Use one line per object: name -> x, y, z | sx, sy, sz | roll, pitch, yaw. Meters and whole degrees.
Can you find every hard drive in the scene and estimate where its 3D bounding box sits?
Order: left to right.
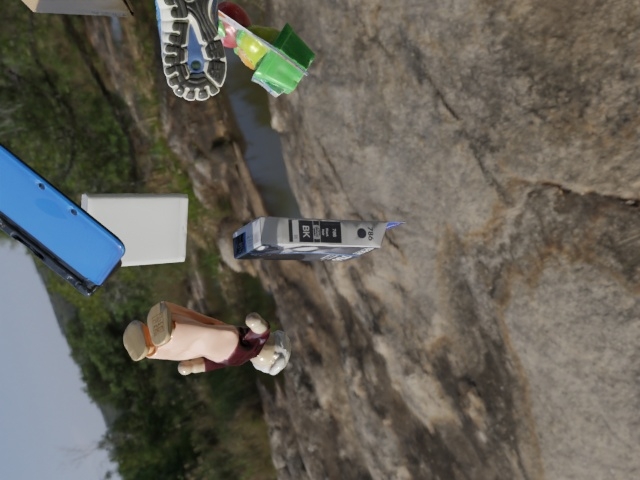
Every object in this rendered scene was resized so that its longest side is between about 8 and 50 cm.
hard drive -> -0.520, -0.031, 2.005 | 0.040, 0.308, 0.202 | 14, 103, 46

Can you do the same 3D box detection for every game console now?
game console -> -0.475, -0.057, 1.300 | 0.293, 0.173, 0.250 | 41, -165, -9

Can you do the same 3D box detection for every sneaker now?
sneaker -> -0.224, -0.403, 1.158 | 0.147, 0.130, 0.329 | -130, 39, -62

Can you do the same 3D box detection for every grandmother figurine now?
grandmother figurine -> -0.178, 0.188, 1.324 | 0.208, 0.342, 0.103 | -26, 61, 32

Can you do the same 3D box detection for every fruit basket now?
fruit basket -> -0.196, -0.508, 1.829 | 0.165, 0.353, 0.327 | -63, 11, 5

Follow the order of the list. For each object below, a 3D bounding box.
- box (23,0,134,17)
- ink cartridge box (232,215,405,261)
box -> -0.472, -0.467, 1.344 | 0.164, 0.201, 0.021 | 103, 170, -85
ink cartridge box -> 0.000, 0.000, 1.480 | 0.165, 0.333, 0.065 | 153, 114, -62
